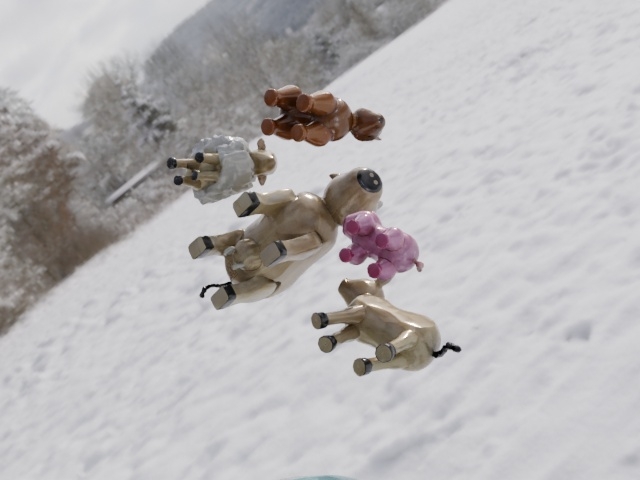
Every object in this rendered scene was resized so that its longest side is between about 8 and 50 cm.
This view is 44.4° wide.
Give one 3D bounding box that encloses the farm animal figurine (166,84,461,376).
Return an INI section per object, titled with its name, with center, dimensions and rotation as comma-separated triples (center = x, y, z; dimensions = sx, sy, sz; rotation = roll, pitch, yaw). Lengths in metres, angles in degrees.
[farm animal figurine]
center = 0.000, 0.000, 0.905
dimensions = 0.327, 0.330, 0.172
rotation = -18, -7, 40

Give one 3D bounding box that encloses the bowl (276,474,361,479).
[bowl]
center = -0.014, 0.312, 0.631
dimensions = 0.312, 0.311, 0.163
rotation = -39, 40, 1
